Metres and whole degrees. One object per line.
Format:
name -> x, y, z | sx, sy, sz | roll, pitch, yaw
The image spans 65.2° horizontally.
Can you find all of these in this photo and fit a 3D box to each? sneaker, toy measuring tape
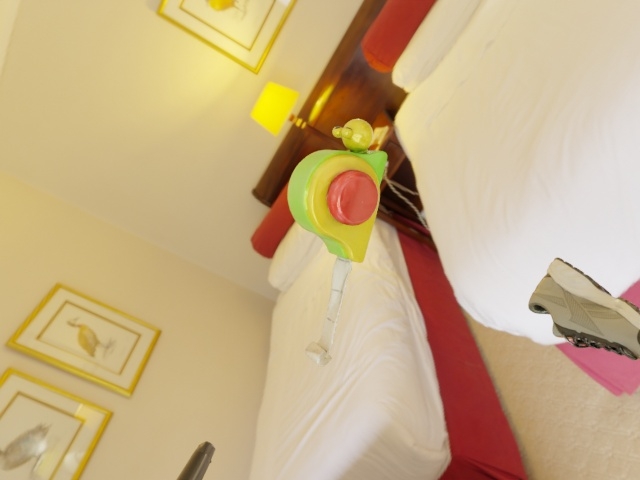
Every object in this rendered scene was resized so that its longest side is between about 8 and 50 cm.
sneaker -> 0.421, 0.130, 0.745 | 0.108, 0.100, 0.271 | -53, 25, 9
toy measuring tape -> 0.000, 0.000, 0.652 | 0.121, 0.122, 0.330 | -148, 72, -77

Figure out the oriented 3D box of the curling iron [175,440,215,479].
curling iron -> -0.130, 0.262, 0.380 | 0.274, 0.068, 0.035 | -73, -25, -69
